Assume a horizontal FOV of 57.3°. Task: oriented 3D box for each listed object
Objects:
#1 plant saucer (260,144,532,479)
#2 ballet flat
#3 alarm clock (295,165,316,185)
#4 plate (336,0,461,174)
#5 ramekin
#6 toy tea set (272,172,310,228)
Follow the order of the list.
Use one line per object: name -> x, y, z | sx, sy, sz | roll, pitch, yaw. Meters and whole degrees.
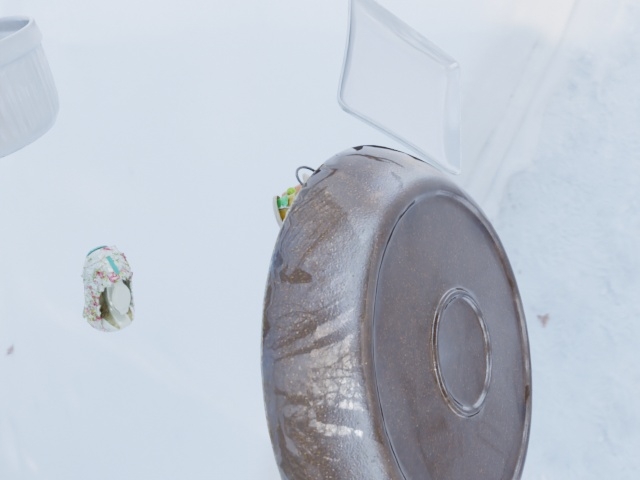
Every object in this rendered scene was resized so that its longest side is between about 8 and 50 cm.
plant saucer -> 0.083, 0.079, 0.415 | 0.050, 0.310, 0.311 | -11, 81, 39
ballet flat -> -0.345, 0.103, 0.969 | 0.077, 0.091, 0.241 | 45, 149, 21
alarm clock -> 0.027, -0.013, 0.665 | 0.192, 0.129, 0.064 | 58, 136, 21
plate -> 0.139, -0.272, 1.029 | 0.045, 0.277, 0.278 | -30, 45, 47
ramekin -> -0.388, -0.156, 0.631 | 0.207, 0.207, 0.109 | 25, 140, 42
toy tea set -> 0.000, 0.000, 1.149 | 0.124, 0.200, 0.336 | -19, 67, 9
